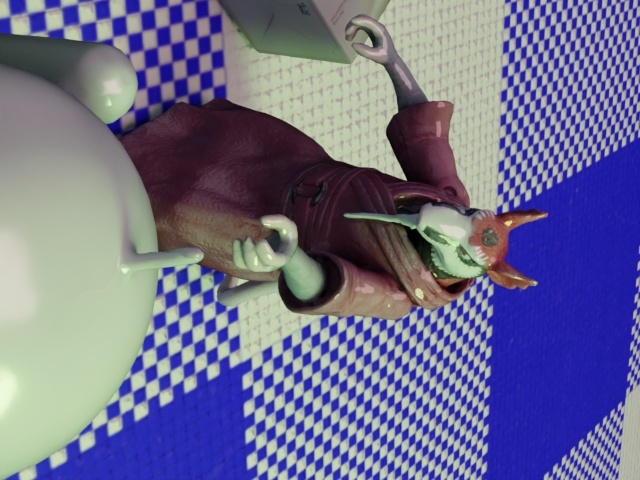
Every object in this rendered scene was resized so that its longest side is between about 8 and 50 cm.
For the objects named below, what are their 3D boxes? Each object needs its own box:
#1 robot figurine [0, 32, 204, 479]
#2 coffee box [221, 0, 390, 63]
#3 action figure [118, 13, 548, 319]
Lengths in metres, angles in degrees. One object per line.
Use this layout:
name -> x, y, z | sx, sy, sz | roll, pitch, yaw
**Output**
robot figurine -> -0.222, -0.001, 0.541 | 0.300, 0.353, 0.199 | -53, 139, -24
coffee box -> 0.019, -0.324, 0.949 | 0.297, 0.119, 0.168 | -59, 140, -20
action figure -> 0.000, 0.000, 0.827 | 0.248, 0.370, 0.275 | -49, 138, -30
